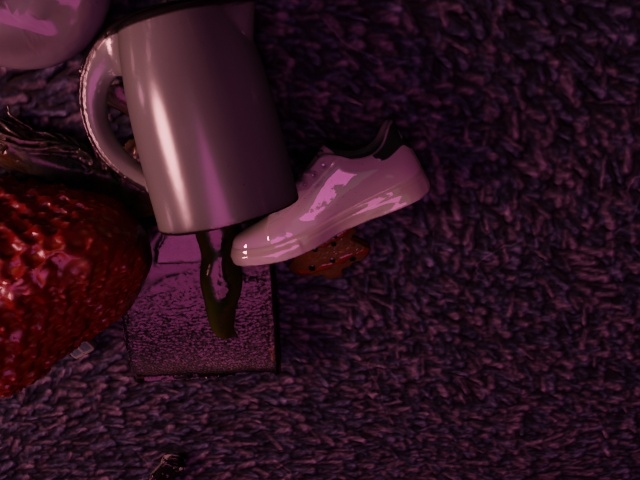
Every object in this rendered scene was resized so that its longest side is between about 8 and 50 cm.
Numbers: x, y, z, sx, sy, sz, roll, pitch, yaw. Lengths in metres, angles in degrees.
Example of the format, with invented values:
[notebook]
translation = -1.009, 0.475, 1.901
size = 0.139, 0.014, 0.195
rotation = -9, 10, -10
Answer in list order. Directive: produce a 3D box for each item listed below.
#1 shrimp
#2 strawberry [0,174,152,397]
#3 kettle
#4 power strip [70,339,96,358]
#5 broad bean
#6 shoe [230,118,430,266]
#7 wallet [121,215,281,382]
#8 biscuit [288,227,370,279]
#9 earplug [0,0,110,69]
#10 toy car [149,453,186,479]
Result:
[shrimp]
translation = -0.297, -0.129, 0.887
size = 0.296, 0.058, 0.169
rotation = 20, 113, -17
[strawberry]
translation = -0.370, 0.044, 0.877
size = 0.351, 0.267, 0.312
rotation = -20, 159, 7
[kettle]
translation = -0.154, -0.136, 0.799
size = 0.221, 0.161, 0.237
rotation = -9, 104, 14
[power strip]
translation = -0.372, 0.138, 1.075
size = 0.040, 0.016, 0.090
rotation = -27, 120, 16
[broad bean]
translation = -0.135, 0.001, 0.934
size = 0.060, 0.043, 0.298
rotation = -10, 112, -5
[shoe]
translation = -0.001, -0.061, 0.903
size = 0.264, 0.095, 0.110
rotation = -22, 109, -3
[wallet]
translation = -0.169, 0.086, 1.019
size = 0.220, 0.071, 0.262
rotation = -2, 116, 1
[biscuit]
translation = 0.000, 0.000, 0.991
size = 0.119, 0.019, 0.130
rotation = -18, 121, 10
[earplug]
translation = -0.364, -0.287, 0.711
size = 0.214, 0.175, 0.325
rotation = -43, 144, 22
[toy car]
translation = -0.258, 0.388, 1.233
size = 0.041, 0.025, 0.093
rotation = 26, 122, -18
